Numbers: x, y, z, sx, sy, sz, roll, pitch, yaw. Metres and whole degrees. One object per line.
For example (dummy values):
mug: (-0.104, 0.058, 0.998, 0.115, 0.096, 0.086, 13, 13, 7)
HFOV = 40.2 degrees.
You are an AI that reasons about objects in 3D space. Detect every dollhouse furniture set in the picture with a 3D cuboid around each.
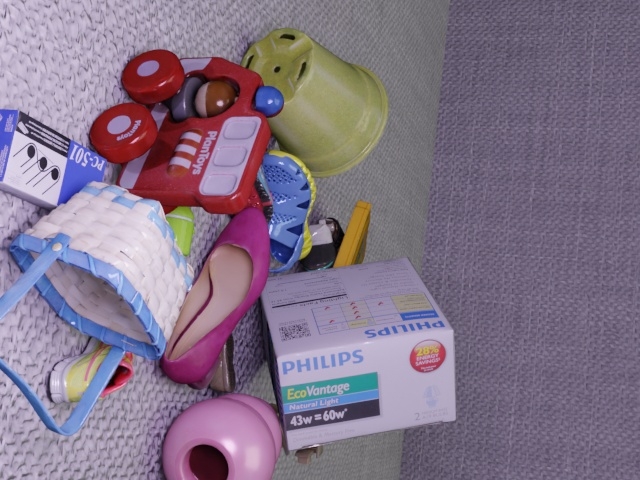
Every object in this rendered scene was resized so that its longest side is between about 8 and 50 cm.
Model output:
dollhouse furniture set: (-0.092, 0.438, 1.909, 0.182, 0.160, 0.101, -24, 116, -69)

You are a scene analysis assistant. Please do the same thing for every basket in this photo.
basket: (-0.310, 0.090, 1.168, 0.255, 0.201, 0.289, 78, 32, -49)

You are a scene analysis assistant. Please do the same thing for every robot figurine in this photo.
robot figurine: (-0.253, -0.014, 1.505, 0.101, 0.067, 0.115, 23, 72, -61)

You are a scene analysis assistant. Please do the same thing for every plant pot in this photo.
plant pot: (-0.034, -0.306, 1.837, 0.254, 0.276, 0.276, 33, 62, -54)

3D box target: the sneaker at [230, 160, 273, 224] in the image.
sneaker: (-0.139, -0.144, 1.754, 0.125, 0.104, 0.262, -68, 155, -49)

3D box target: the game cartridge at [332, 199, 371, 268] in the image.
game cartridge: (0.068, 0.083, 2.285, 0.324, 0.052, 0.285, 96, 13, -66)

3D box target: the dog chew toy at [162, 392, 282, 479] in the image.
dog chew toy: (-0.165, 0.382, 1.657, 0.332, 0.206, 0.207, -15, 108, -78)

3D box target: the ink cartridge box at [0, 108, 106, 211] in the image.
ink cartridge box: (-0.372, -0.097, 1.185, 0.207, 0.046, 0.097, 37, 61, -68)

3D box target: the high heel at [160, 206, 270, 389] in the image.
high heel: (-0.186, 0.087, 1.611, 0.181, 0.127, 0.377, 73, 30, -68)

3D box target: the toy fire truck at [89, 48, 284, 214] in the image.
toy fire truck: (-0.190, -0.170, 1.371, 0.169, 0.253, 0.302, 70, 31, -50)

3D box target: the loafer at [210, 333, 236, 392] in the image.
loafer: (-0.201, 0.230, 1.735, 0.056, 0.050, 0.148, 55, 27, -66)

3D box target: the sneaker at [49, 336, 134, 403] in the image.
sneaker: (-0.316, 0.190, 1.328, 0.208, 0.094, 0.081, -51, 139, -61)

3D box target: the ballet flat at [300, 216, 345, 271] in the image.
ballet flat: (0.000, 0.000, 2.211, 0.280, 0.095, 0.096, -54, 134, -74)

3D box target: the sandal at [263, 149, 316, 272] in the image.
sandal: (-0.085, -0.048, 1.878, 0.138, 0.126, 0.317, -56, 150, -43)

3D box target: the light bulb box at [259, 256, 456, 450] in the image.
light bulb box: (0.066, 0.224, 1.847, 0.361, 0.357, 0.225, -112, -165, -65)
